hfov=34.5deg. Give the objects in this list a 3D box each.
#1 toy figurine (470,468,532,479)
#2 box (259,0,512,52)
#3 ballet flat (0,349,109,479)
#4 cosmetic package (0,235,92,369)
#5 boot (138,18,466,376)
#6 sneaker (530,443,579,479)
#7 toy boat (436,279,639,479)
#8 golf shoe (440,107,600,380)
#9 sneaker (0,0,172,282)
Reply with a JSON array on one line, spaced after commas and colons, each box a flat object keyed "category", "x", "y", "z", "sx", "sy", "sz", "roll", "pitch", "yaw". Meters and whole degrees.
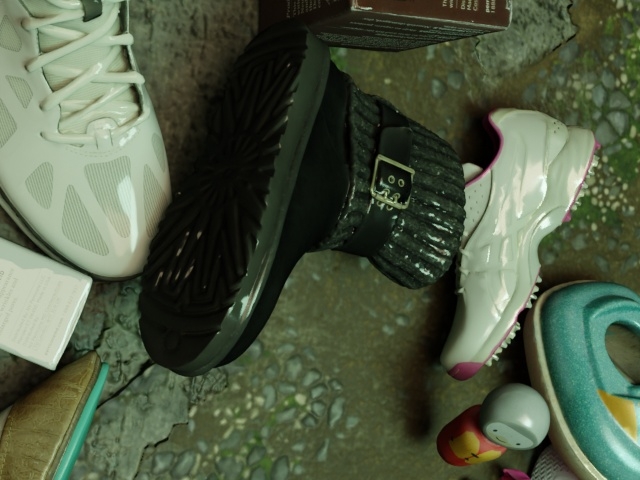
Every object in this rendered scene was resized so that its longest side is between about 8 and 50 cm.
[{"category": "toy figurine", "x": 0.189, "y": 0.330, "z": 1.142, "sx": 0.173, "sy": 0.130, "sz": 0.159, "roll": 19, "pitch": 70, "yaw": -2}, {"category": "box", "x": 0.057, "y": -0.276, "z": 0.971, "sx": 0.167, "sy": 0.203, "sz": 0.169, "roll": -1, "pitch": 94, "yaw": -26}, {"category": "ballet flat", "x": -0.290, "y": 0.251, "z": 0.900, "sx": 0.124, "sy": 0.116, "sz": 0.343, "roll": 16, "pitch": 90, "yaw": -7}, {"category": "cosmetic package", "x": -0.305, "y": 0.021, "z": 0.835, "sx": 0.231, "sy": 0.117, "sz": 0.086, "roll": 23, "pitch": 83, "yaw": -10}, {"category": "boot", "x": 0.003, "y": -0.001, "z": 0.950, "sx": 0.260, "sy": 0.131, "sz": 0.348, "roll": 37, "pitch": 66, "yaw": -39}, {"category": "sneaker", "x": 0.336, "y": 0.359, "z": 1.210, "sx": 0.153, "sy": 0.101, "sz": 0.269, "roll": -7, "pitch": 81, "yaw": -44}, {"category": "toy boat", "x": 0.277, "y": 0.172, "z": 1.093, "sx": 0.318, "sy": 0.148, "sz": 0.268, "roll": -10, "pitch": 70, "yaw": -31}, {"category": "golf shoe", "x": 0.183, "y": -0.002, "z": 1.118, "sx": 0.140, "sy": 0.115, "sz": 0.306, "roll": 26, "pitch": 84, "yaw": -1}, {"category": "sneaker", "x": -0.212, "y": -0.164, "z": 0.816, "sx": 0.169, "sy": 0.257, "sz": 0.448, "roll": -25, "pitch": 104, "yaw": -23}]
